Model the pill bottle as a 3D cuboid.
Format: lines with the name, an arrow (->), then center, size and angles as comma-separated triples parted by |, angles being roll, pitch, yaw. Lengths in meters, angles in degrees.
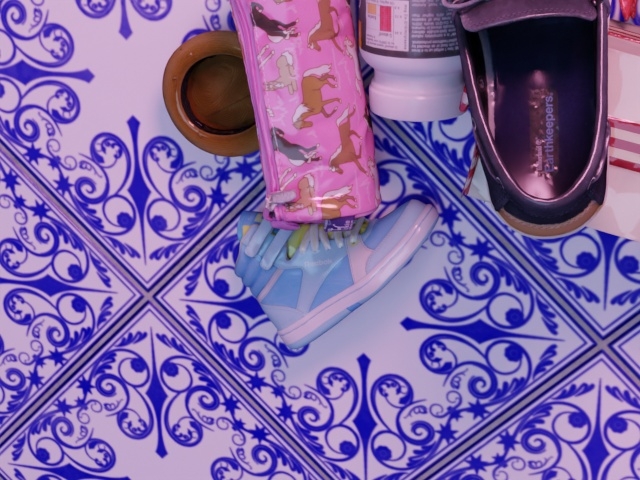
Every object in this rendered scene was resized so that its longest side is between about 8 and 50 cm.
pill bottle -> 0.127, -0.303, 1.599 | 0.162, 0.162, 0.278 | 6, 112, 16

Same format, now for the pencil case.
pencil case -> -0.024, -0.206, 1.634 | 0.160, 0.167, 0.386 | -6, 104, 11

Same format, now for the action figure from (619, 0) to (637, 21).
action figure -> 0.516, -0.289, 1.516 | 0.280, 0.091, 0.139 | -15, 99, 24

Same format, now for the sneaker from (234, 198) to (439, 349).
sneaker -> 0.000, 0.000, 1.787 | 0.319, 0.127, 0.208 | -40, 96, 27

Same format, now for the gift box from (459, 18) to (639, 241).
gift box -> 0.304, -0.141, 1.553 | 0.258, 0.255, 0.276 | 18, 107, 10

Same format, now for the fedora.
fedora -> -0.125, -0.213, 1.768 | 0.194, 0.079, 0.194 | 8, 114, 17

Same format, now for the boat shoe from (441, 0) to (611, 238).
boat shoe -> 0.228, -0.253, 1.351 | 0.186, 0.156, 0.500 | -5, 87, 10
